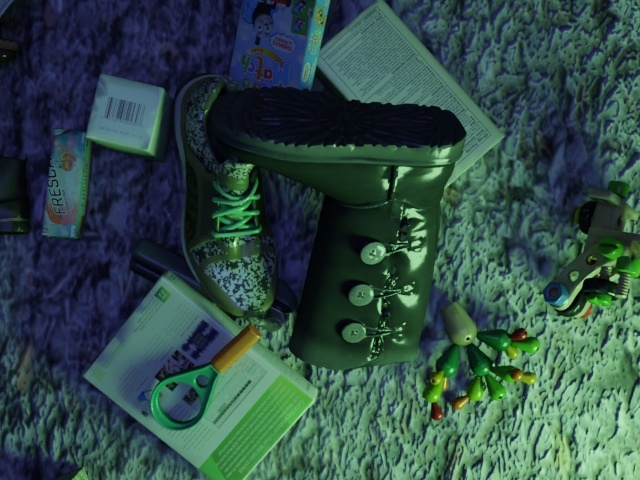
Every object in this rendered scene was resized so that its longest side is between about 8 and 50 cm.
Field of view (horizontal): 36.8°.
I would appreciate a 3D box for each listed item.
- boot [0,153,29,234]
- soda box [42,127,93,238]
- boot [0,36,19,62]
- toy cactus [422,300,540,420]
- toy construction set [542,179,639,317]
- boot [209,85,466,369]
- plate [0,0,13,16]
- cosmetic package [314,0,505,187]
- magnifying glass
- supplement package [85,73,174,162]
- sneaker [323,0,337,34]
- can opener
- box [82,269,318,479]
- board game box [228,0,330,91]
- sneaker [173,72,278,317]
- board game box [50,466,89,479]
[{"bbox_3d":[-0.589,-0.080,1.618,0.198,0.077,0.137,2,84,-14],"label":"boot"},{"bbox_3d":[-0.423,-0.093,1.619,0.058,0.063,0.183,5,89,-1],"label":"soda box"},{"bbox_3d":[-0.625,-0.239,1.624,0.249,0.090,0.206,-5,103,-6],"label":"boot"},{"bbox_3d":[0.254,0.190,1.619,0.219,0.112,0.180,-28,80,7],"label":"toy cactus"},{"bbox_3d":[0.543,0.030,1.579,0.309,0.257,0.237,21,76,-21],"label":"toy construction set"},{"bbox_3d":[0.002,0.000,1.474,0.367,0.146,0.445,7,130,-3],"label":"boot"},{"bbox_3d":[-0.588,-0.486,1.602,0.277,0.045,0.278,34,77,8],"label":"plate"},{"bbox_3d":[0.140,-0.232,1.610,0.160,0.113,0.309,-41,91,-1],"label":"cosmetic package"},{"bbox_3d":[-0.183,0.218,1.539,0.231,0.026,0.092,-44,93,14],"label":"magnifying glass"},{"bbox_3d":[-0.303,-0.195,1.565,0.105,0.179,0.105,12,89,0],"label":"supplement package"},{"bbox_3d":[-0.047,-0.447,1.625,0.147,0.104,0.295,22,100,17],"label":"sneaker"},{"bbox_3d":[-0.179,0.066,1.630,0.284,0.076,0.095,27,56,0],"label":"can opener"},{"bbox_3d":[-0.198,0.235,1.588,0.322,0.058,0.232,40,105,-1],"label":"box"},{"bbox_3d":[-0.068,-0.335,1.569,0.160,0.039,0.211,26,114,35],"label":"board game box"},{"bbox_3d":[-0.149,-0.077,1.522,0.158,0.182,0.410,-12,90,-13],"label":"sneaker"},{"bbox_3d":[-0.409,0.535,1.568,0.142,0.144,0.275,-23,90,-2],"label":"board game box"}]
